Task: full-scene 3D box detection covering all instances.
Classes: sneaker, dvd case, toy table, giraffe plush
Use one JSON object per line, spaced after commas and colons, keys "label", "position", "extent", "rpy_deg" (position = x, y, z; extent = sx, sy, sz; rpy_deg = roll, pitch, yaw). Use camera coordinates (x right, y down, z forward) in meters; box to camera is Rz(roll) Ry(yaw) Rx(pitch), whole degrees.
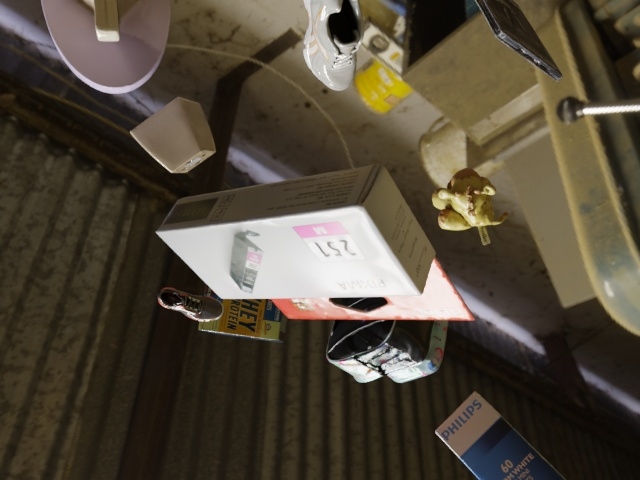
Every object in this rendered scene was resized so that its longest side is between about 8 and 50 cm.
{"label": "sneaker", "position": [0.028, -0.344, 1.041], "extent": [0.262, 0.099, 0.121], "rpy_deg": [74, 171, -58]}
{"label": "dvd case", "position": [0.320, -0.378, 1.028], "extent": [0.164, 0.018, 0.221], "rpy_deg": [19, -136, -33]}
{"label": "toy table", "position": [-0.286, -0.358, 0.801], "extent": [0.252, 0.161, 0.274], "rpy_deg": [-17, -92, -17]}
{"label": "sneaker", "position": [-0.301, 0.148, 1.372], "extent": [0.158, 0.065, 0.061], "rpy_deg": [12, -99, -1]}
{"label": "giraffe plush", "position": [0.378, -0.111, 1.553], "extent": [0.210, 0.181, 0.170], "rpy_deg": [62, -175, 34]}

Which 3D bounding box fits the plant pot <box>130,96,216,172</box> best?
{"label": "plant pot", "position": [-0.250, -0.180, 1.072], "extent": [0.096, 0.109, 0.109], "rpy_deg": [57, -169, -2]}

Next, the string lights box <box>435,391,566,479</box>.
{"label": "string lights box", "position": [0.267, 0.312, 0.743], "extent": [0.260, 0.077, 0.133], "rpy_deg": [45, 180, 24]}

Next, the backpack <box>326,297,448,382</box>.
{"label": "backpack", "position": [0.135, 0.180, 1.240], "extent": [0.191, 0.253, 0.225], "rpy_deg": [39, -134, -21]}

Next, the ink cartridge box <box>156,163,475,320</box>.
{"label": "ink cartridge box", "position": [-0.006, 0.038, 0.649], "extent": [0.239, 0.275, 0.060], "rpy_deg": [53, -133, -34]}

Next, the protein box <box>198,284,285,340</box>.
{"label": "protein box", "position": [-0.188, 0.182, 1.546], "extent": [0.200, 0.201, 0.136], "rpy_deg": [7, -101, 1]}
